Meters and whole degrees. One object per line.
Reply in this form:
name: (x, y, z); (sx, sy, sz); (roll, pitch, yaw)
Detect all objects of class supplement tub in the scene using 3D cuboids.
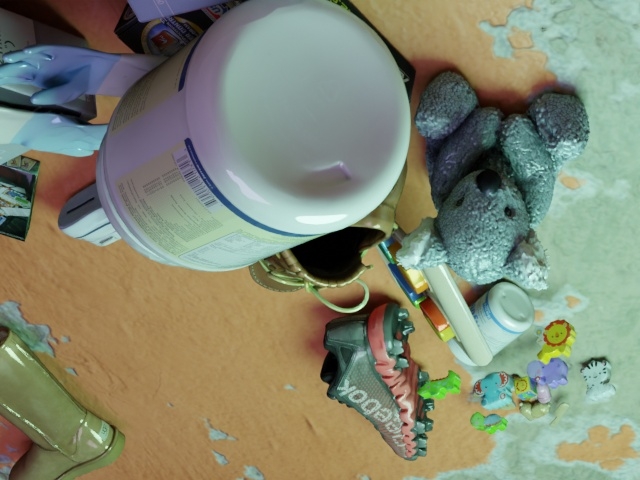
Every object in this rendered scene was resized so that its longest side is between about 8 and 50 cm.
supplement tub: (-0.082, -0.097, 1.528); (0.235, 0.235, 0.325); (33, 156, -19)
supplement tub: (0.219, 0.108, 1.926); (0.071, 0.071, 0.107); (30, 133, -16)

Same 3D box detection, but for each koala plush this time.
koala plush: (0.187, -0.037, 1.674); (0.196, 0.221, 0.203); (10, 137, 3)

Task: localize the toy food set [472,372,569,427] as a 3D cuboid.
toy food set: (0.278, 0.212, 2.058); (0.122, 0.019, 0.078); (24, 136, 1)

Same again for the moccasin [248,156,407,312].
moccasin: (0.003, 0.001, 1.760); (0.139, 0.147, 0.380); (11, 160, -22)

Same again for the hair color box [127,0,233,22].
hair color box: (-0.012, -0.341, 1.436); (0.374, 0.185, 0.113); (-10, 131, 23)

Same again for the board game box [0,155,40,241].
board game box: (-0.496, -0.087, 1.934); (0.259, 0.030, 0.136); (18, 139, -5)

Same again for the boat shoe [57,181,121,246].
boat shoe: (-0.236, -0.051, 1.881); (0.076, 0.083, 0.226); (31, 147, -34)

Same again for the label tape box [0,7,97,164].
label tape box: (-0.459, -0.177, 1.656); (0.249, 0.115, 0.347); (-21, 161, 31)

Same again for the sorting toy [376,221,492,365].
sorting toy: (0.115, 0.046, 1.817); (0.038, 0.208, 0.193); (-36, 128, -7)

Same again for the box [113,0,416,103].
box: (-0.059, -0.210, 1.675); (0.216, 0.060, 0.270); (-27, 124, 34)

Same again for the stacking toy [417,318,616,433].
stacking toy: (0.260, 0.182, 1.956); (0.221, 0.052, 0.167); (-22, 145, 24)

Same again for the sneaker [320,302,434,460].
sneaker: (0.075, 0.196, 2.034); (0.135, 0.097, 0.276); (-4, 132, 18)

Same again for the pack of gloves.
pack of gloves: (-0.279, -0.138, 1.640); (0.232, 0.046, 0.195); (2, 148, -40)

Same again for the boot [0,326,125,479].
boot: (-0.457, 0.261, 2.248); (0.236, 0.089, 0.269); (-29, 123, 23)
